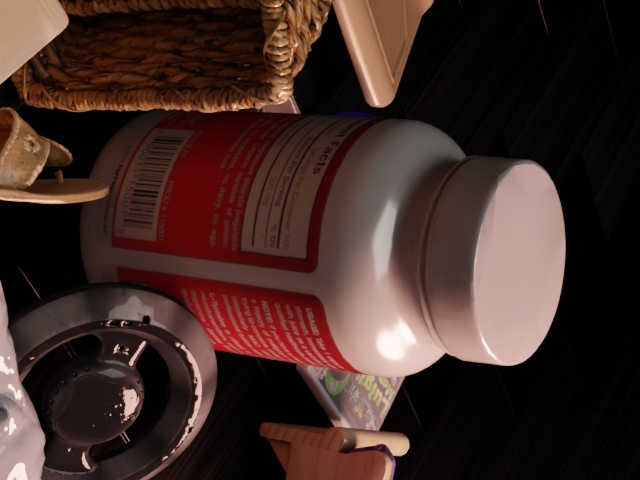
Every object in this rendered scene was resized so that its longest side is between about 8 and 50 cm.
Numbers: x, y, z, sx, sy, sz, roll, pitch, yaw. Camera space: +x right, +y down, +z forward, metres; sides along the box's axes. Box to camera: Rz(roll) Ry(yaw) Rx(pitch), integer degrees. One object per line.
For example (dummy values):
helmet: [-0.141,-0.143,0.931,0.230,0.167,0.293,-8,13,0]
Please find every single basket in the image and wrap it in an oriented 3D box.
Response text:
basket: [-0.139,-0.250,1.103,0.223,0.299,0.213,-63,140,-29]

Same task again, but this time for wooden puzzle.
wooden puzzle: [0.062,-0.305,1.598,0.238,0.044,0.221,-64,143,-45]

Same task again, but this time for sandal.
sandal: [-0.266,-0.069,1.135,0.240,0.088,0.079,-10,106,-49]

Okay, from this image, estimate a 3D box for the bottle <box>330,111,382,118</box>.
bottle: [0.053,-0.003,1.582,0.092,0.118,0.283,-25,116,-26]

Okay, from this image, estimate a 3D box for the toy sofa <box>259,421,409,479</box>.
toy sofa: [0.014,0.389,1.542,0.150,0.177,0.362,17,80,-55]

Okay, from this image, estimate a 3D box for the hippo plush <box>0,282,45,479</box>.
hippo plush: [-0.341,0.132,1.003,0.236,0.234,0.294,-24,112,-24]

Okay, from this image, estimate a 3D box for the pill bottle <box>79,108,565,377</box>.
pill bottle: [0.000,0.000,1.251,0.229,0.408,0.229,-14,107,-54]

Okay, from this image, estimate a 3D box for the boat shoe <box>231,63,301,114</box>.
boat shoe: [-0.027,-0.033,1.484,0.116,0.097,0.324,-35,123,-48]

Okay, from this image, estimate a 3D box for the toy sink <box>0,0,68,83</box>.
toy sink: [-0.313,-0.216,0.959,0.131,0.153,0.234,-44,135,-16]

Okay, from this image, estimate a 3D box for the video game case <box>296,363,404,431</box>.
video game case: [0.049,0.144,1.692,0.173,0.022,0.190,-61,140,-30]

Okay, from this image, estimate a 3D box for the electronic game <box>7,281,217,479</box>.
electronic game: [-0.200,0.137,1.209,0.229,0.048,0.229,-13,124,-20]
